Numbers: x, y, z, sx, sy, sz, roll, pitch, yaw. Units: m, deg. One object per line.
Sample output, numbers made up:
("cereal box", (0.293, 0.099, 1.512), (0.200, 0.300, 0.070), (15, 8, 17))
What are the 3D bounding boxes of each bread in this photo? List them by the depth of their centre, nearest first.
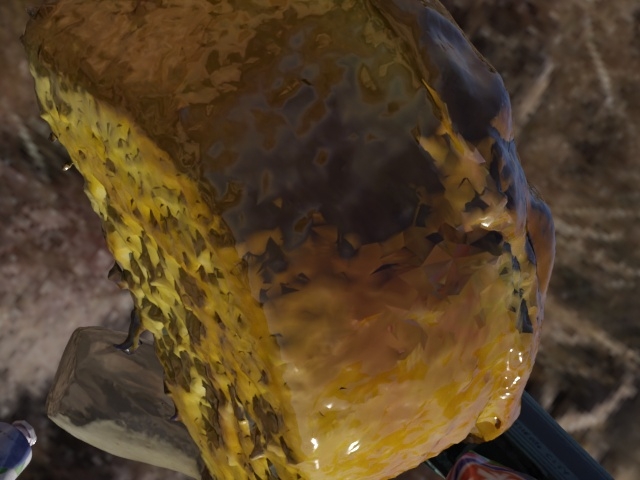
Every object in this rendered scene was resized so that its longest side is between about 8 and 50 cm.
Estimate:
("bread", (0.000, 0.000, 0.522), (0.143, 0.229, 0.139), (-30, -153, -17))

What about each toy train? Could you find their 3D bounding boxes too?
("toy train", (0.091, 0.112, 1.313), (0.089, 0.409, 0.086), (-23, 153, -48))

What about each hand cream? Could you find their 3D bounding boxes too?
("hand cream", (-0.334, 0.223, 1.521), (0.142, 0.084, 0.053), (-40, 157, -58))

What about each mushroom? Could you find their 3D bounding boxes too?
("mushroom", (-0.168, 0.172, 1.536), (0.128, 0.350, 0.128), (-24, 125, -39))

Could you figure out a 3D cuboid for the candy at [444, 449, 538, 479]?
("candy", (0.158, 0.306, 1.225), (0.124, 0.124, 0.365), (-51, 146, -28))
